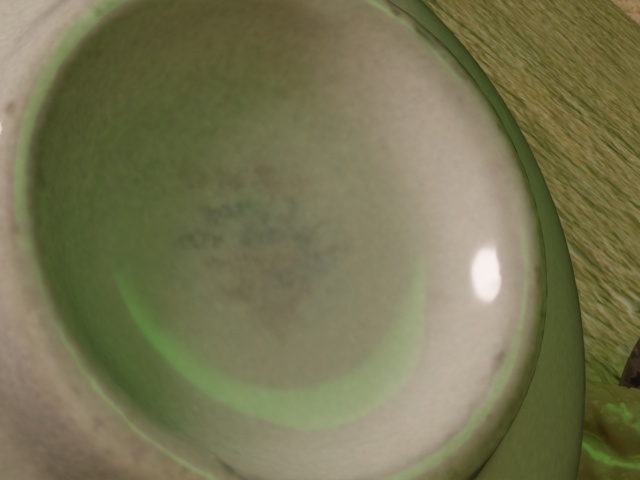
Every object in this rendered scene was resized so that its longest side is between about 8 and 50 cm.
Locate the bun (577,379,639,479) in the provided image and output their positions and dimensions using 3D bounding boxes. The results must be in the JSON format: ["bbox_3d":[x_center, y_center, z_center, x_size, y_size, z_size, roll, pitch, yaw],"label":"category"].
[{"bbox_3d":[0.144,0.149,0.846,0.220,0.134,0.220,16,-13,4],"label":"bun"}]

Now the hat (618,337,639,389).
[{"bbox_3d":[0.290,0.128,1.115,0.128,0.265,0.265,10,4,40],"label":"hat"}]

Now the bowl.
[{"bbox_3d":[-0.051,0.025,0.516,0.435,0.196,0.435,9,69,-25],"label":"bowl"}]
